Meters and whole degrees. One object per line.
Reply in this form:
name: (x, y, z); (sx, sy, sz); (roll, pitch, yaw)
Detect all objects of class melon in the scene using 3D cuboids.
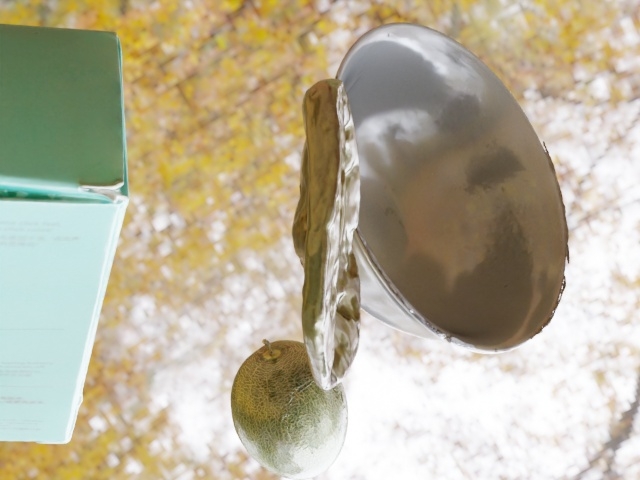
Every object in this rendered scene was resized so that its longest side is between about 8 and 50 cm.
melon: (-0.037, 0.195, 1.846); (0.139, 0.192, 0.139); (-12, -151, 7)

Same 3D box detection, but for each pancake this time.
pancake: (0.000, 0.000, 1.186); (0.050, 0.242, 0.242); (-1, -148, 5)

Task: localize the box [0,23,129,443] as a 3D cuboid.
box: (-0.228, 0.006, 0.905); (0.205, 0.311, 0.118); (0, -121, -15)

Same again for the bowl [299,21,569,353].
bowl: (0.083, -0.033, 1.579); (0.157, 0.345, 0.345); (-24, -156, 41)
